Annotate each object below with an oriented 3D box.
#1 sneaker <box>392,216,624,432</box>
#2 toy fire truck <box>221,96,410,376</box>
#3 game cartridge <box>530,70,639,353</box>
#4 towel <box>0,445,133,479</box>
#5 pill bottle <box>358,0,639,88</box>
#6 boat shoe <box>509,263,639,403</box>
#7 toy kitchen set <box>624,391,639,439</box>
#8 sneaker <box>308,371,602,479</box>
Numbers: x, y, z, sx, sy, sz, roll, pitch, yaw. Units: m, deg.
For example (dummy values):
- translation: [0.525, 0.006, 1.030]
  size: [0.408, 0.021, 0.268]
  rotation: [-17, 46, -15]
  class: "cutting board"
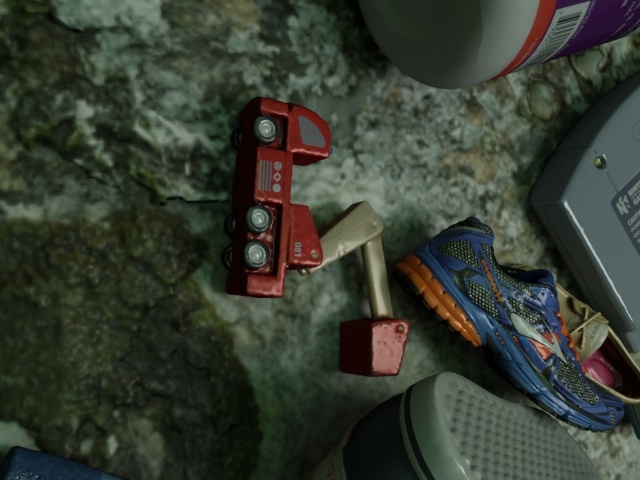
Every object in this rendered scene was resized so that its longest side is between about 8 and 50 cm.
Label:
- translation: [0.163, 0.068, 0.578]
  size: [0.221, 0.083, 0.087]
  rotation: [41, 91, -13]
  class: "sneaker"
- translation: [0.000, 0.000, 0.542]
  size: [0.135, 0.047, 0.192]
  rotation: [7, 82, -27]
  class: "toy fire truck"
- translation: [0.329, -0.059, 0.711]
  size: [0.294, 0.060, 0.196]
  rotation: [-38, 107, -24]
  class: "game cartridge"
- translation: [-0.149, 0.176, 0.464]
  size: [0.119, 0.029, 0.067]
  rotation: [27, 74, -22]
  class: "towel"
- translation: [0.195, -0.240, 0.582]
  size: [0.323, 0.181, 0.181]
  rotation: [-22, 96, -27]
  class: "pill bottle"
- translation: [0.224, 0.082, 0.643]
  size: [0.170, 0.059, 0.063]
  rotation: [43, 69, -18]
  class: "boat shoe"
- translation: [0.372, 0.229, 0.689]
  size: [0.166, 0.122, 0.207]
  rotation: [-4, 67, -33]
  class: "toy kitchen set"
- translation: [0.118, 0.191, 0.555]
  size: [0.321, 0.127, 0.126]
  rotation: [35, 31, -40]
  class: "sneaker"
